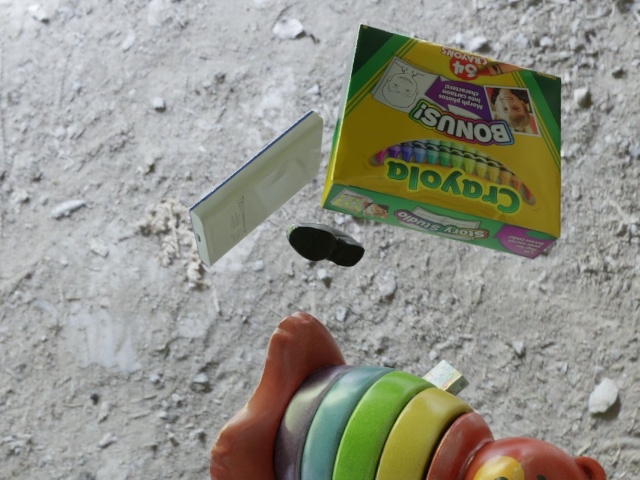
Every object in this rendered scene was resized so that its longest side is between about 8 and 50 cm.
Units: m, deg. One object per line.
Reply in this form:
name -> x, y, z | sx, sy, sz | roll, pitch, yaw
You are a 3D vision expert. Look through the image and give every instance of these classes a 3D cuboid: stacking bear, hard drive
stacking bear -> 0.082, 0.191, 0.591 | 0.289, 0.164, 0.175 | 11, 61, 36
hard drive -> -0.122, -0.101, 1.403 | 0.040, 0.210, 0.318 | 41, 68, 16

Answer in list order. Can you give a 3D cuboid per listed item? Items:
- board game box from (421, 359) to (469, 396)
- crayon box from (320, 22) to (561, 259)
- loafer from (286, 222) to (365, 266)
board game box -> 0.215, 0.312, 1.405 | 0.154, 0.103, 0.026 | -40, 103, -4
crayon box -> 0.205, -0.163, 1.144 | 0.363, 0.106, 0.313 | 13, 62, -6
loafer -> 0.000, 0.000, 1.188 | 0.062, 0.170, 0.061 | -52, 48, 14
